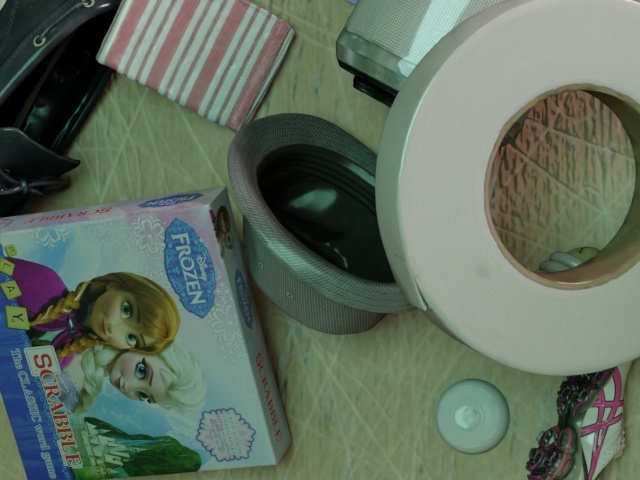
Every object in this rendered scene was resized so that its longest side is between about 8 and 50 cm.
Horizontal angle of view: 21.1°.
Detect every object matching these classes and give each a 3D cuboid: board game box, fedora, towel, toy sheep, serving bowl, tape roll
[{"bbox_3d":[-0.222,0.114,1.946,0.318,0.066,0.318,-8,109,19],"label":"board game box"},{"bbox_3d":[0.000,0.000,1.890,0.275,0.244,0.124,44,129,15],"label":"fedora"},{"bbox_3d":[-0.145,-0.229,1.998,0.197,0.029,0.144,27,96,-7],"label":"towel"},{"bbox_3d":[0.259,0.062,1.836,0.091,0.091,0.132,30,77,20],"label":"toy sheep"},{"bbox_3d":[0.164,0.193,1.887,0.083,0.027,0.083,-2,84,19],"label":"serving bowl"},{"bbox_3d":[0.245,-0.056,1.732,0.392,0.072,0.392,-3,100,-17],"label":"tape roll"}]

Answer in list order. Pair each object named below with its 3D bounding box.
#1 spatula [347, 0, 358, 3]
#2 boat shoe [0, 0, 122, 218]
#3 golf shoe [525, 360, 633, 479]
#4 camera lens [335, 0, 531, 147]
[{"bbox_3d":[0.045,-0.421,1.988,0.084,0.030,0.296,-6,83,16],"label":"spatula"},{"bbox_3d":[-0.380,-0.107,2.033,0.156,0.187,0.500,28,89,26],"label":"boat shoe"},{"bbox_3d":[0.291,0.191,1.831,0.086,0.067,0.186,31,82,-22],"label":"golf shoe"},{"bbox_3d":[0.161,-0.250,1.830,0.219,0.219,0.274,30,95,20],"label":"camera lens"}]
